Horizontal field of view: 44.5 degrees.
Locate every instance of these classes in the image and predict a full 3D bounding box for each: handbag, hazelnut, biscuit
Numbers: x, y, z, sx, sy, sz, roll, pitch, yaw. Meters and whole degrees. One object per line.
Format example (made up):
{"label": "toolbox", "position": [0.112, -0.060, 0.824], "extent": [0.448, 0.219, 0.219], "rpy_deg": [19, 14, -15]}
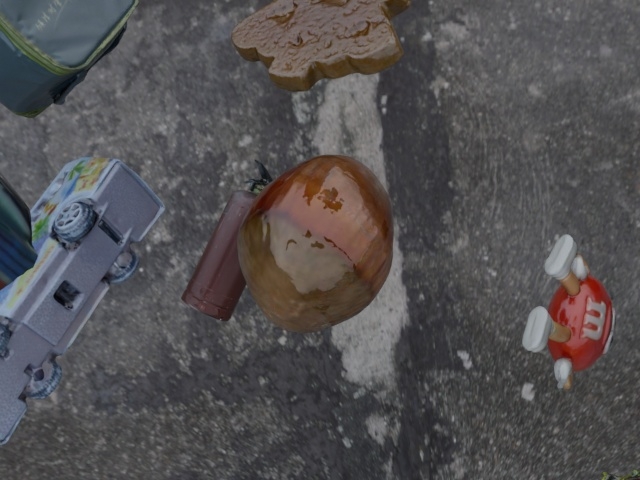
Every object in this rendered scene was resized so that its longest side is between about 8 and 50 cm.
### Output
{"label": "handbag", "position": [-0.464, -0.364, 1.316], "extent": [0.241, 0.222, 0.263], "rpy_deg": [-14, 38, 50]}
{"label": "hazelnut", "position": [0.000, 0.000, 0.903], "extent": [0.176, 0.214, 0.214], "rpy_deg": [33, 73, 2]}
{"label": "biscuit", "position": [0.027, -0.332, 1.092], "extent": [0.278, 0.043, 0.301], "rpy_deg": [20, 72, 34]}

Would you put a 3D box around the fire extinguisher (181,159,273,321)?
{"label": "fire extinguisher", "position": [-0.142, -0.002, 1.337], "extent": [0.104, 0.105, 0.269], "rpy_deg": [26, 90, 20]}

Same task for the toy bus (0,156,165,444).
{"label": "toy bus", "position": [-0.321, 0.056, 0.888], "extent": [0.136, 0.109, 0.330], "rpy_deg": [12, 62, 38]}

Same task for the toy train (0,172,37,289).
{"label": "toy train", "position": [-0.234, -0.097, 0.230], "extent": [0.089, 0.409, 0.086], "rpy_deg": [-38, 56, -7]}

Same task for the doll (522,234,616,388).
{"label": "doll", "position": [0.334, 0.109, 1.028], "extent": [0.085, 0.217, 0.183], "rpy_deg": [8, 69, 36]}

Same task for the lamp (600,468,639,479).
{"label": "lamp", "position": [0.272, 0.243, 0.611], "extent": [0.157, 0.156, 0.135], "rpy_deg": [18, 35, 12]}
